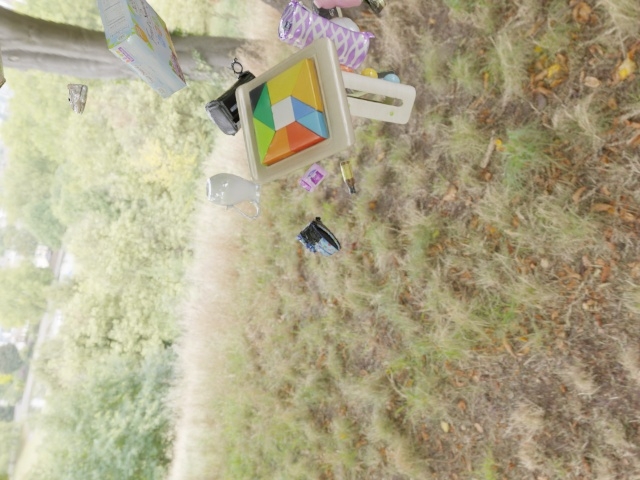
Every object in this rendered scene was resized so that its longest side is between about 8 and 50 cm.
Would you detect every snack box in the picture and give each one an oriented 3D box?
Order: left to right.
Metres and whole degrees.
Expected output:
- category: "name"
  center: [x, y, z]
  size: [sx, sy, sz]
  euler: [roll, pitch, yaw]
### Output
- category: "snack box"
  center: [-0.381, -0.435, 0.975]
  size: [0.070, 0.174, 0.207]
  euler: [-28, 67, 9]

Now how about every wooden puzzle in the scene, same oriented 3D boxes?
- category: "wooden puzzle"
  center: [-0.061, -0.247, 0.893]
  size: [0.238, 0.044, 0.221]
  euler: [-16, 81, 31]

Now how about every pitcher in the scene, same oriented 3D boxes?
- category: "pitcher"
  center: [-0.328, -0.169, 1.776]
  size: [0.125, 0.207, 0.178]
  euler: [-8, 84, 62]

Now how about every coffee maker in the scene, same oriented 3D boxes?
- category: "coffee maker"
  center: [-0.275, -0.445, 1.451]
  size: [0.178, 0.171, 0.120]
  euler: [-51, 9, -33]

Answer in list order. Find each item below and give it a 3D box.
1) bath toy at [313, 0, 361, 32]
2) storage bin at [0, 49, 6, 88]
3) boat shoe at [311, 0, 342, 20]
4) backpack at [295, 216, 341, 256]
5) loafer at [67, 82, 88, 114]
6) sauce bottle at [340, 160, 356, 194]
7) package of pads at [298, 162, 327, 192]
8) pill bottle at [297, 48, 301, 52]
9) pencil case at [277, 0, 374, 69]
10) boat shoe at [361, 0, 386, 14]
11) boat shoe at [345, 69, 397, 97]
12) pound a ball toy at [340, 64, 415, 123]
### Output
- category: "bath toy"
  center: [0.035, -0.705, 1.272]
  size: [0.151, 0.129, 0.349]
  euler: [18, 117, 43]
- category: "storage bin"
  center: [-0.933, -0.536, 1.212]
  size: [0.260, 0.123, 0.262]
  euler: [-128, 42, -52]
- category: "boat shoe"
  center: [0.029, -0.820, 1.775]
  size: [0.102, 0.285, 0.092]
  euler: [7, 43, 37]
- category: "backpack"
  center: [0.000, 0.000, 1.931]
  size: [0.117, 0.173, 0.158]
  euler: [-45, 3, 13]
- category: "loafer"
  center: [-0.554, -0.325, 1.047]
  size: [0.125, 0.039, 0.045]
  euler: [-15, 63, 59]
- category: "sauce bottle"
  center: [0.109, -0.243, 1.785]
  size: [0.042, 0.042, 0.128]
  euler: [-9, 96, 51]
- category: "package of pads"
  center: [-0.021, -0.178, 1.307]
  size: [0.083, 0.050, 0.032]
  euler: [-52, 0, -33]
- category: "pill bottle"
  center: [-0.073, -0.561, 1.710]
  size: [0.176, 0.176, 0.319]
  euler: [9, 73, 52]
- category: "pencil case"
  center: [0.008, -0.442, 0.991]
  size: [0.088, 0.206, 0.086]
  euler: [-61, 35, 29]
- category: "boat shoe"
  center: [0.144, -0.804, 1.511]
  size: [0.049, 0.152, 0.056]
  euler: [-56, 8, 11]
- category: "boat shoe"
  center: [0.190, -0.613, 1.773]
  size: [0.223, 0.073, 0.080]
  euler: [-19, 56, -1]
- category: "pound a ball toy"
  center: [0.097, -0.457, 1.387]
  size: [0.208, 0.319, 0.136]
  euler: [-131, 49, -58]
